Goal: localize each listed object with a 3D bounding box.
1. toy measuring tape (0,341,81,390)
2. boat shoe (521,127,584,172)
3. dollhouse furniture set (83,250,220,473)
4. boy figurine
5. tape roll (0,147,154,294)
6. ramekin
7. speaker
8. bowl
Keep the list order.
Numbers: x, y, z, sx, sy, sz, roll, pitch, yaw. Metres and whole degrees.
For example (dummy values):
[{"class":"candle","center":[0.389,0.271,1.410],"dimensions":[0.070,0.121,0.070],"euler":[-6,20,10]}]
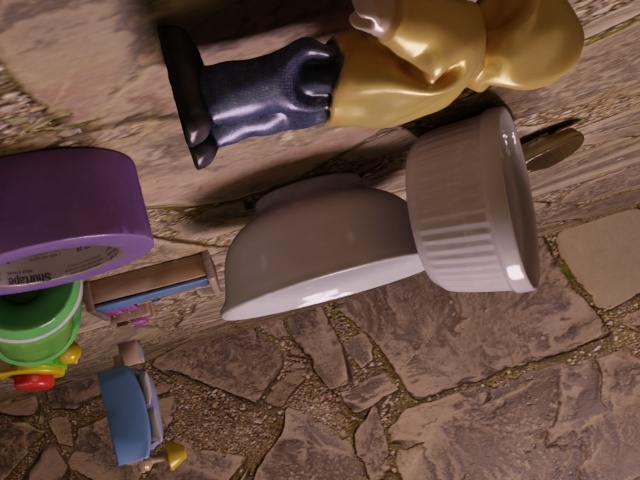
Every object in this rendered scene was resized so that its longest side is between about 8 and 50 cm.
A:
[{"class":"toy measuring tape","center":[-0.571,0.223,1.554],"dimensions":[0.330,0.121,0.121],"euler":[-10,173,17]},{"class":"boat shoe","center":[0.279,-0.118,1.157],"dimensions":[0.153,0.048,0.056],"euler":[-28,153,28]},{"class":"dollhouse furniture set","center":[-0.233,0.204,1.379],"dimensions":[0.198,0.304,0.286],"euler":[-14,171,-5]},{"class":"boy figurine","center":[0.041,-0.124,0.567],"dimensions":[0.285,0.092,0.177],"euler":[-16,170,-4]},{"class":"tape roll","center":[-0.252,-0.013,0.772],"dimensions":[0.188,0.080,0.189],"euler":[-16,171,-3]},{"class":"ramekin","center":[0.170,-0.039,0.955],"dimensions":[0.109,0.207,0.207],"euler":[-10,173,21]},{"class":"speaker","center":[-0.340,0.072,0.986],"dimensions":[0.131,0.131,0.296],"euler":[-12,170,-19]},{"class":"bowl","center":[0.000,0.000,1.087],"dimensions":[0.297,0.134,0.298],"euler":[-16,171,-3]}]
